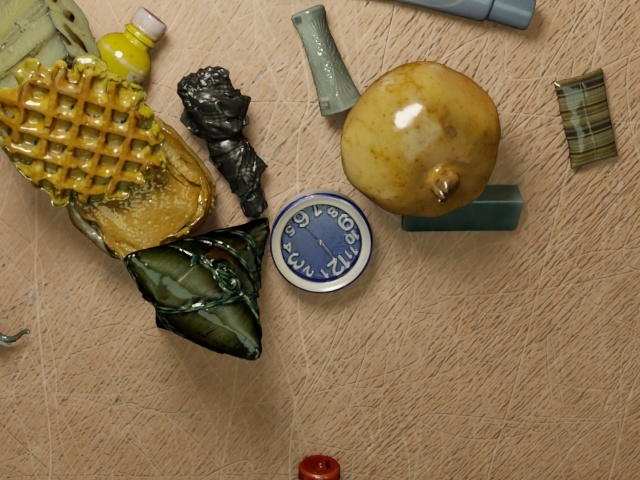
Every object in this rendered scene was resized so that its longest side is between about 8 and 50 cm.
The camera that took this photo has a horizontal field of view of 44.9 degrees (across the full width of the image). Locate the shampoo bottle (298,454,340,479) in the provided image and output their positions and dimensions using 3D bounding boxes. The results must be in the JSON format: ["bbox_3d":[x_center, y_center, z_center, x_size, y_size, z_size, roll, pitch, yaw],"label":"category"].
[{"bbox_3d":[-0.006,0.680,1.923,0.104,0.104,0.278,0,106,-3],"label":"shampoo bottle"}]

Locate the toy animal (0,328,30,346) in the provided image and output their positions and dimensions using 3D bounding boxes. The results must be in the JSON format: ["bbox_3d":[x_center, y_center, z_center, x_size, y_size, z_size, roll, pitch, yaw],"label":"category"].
[{"bbox_3d":[-0.810,0.210,1.756,0.269,0.082,0.137,24,104,-9],"label":"toy animal"}]

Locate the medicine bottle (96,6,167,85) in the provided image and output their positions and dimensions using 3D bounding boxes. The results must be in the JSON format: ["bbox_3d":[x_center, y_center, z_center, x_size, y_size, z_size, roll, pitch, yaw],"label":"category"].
[{"bbox_3d":[-0.404,-0.375,1.592,0.121,0.122,0.212,38,100,-12],"label":"medicine bottle"}]

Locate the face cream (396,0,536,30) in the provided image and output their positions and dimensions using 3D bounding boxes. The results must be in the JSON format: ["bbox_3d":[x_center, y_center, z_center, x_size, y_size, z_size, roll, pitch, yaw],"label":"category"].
[{"bbox_3d":[0.255,-0.526,1.609,0.385,0.086,0.136,17,104,-3],"label":"face cream"}]

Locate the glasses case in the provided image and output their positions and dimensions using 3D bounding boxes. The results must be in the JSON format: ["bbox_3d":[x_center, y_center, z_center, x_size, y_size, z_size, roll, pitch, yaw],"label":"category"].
[{"bbox_3d":[0.319,-0.070,1.753,0.265,0.056,0.105,-1,105,-3],"label":"glasses case"}]

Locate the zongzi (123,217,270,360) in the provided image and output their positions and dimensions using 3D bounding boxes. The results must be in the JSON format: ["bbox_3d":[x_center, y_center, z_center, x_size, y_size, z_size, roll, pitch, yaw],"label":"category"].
[{"bbox_3d":[-0.278,0.128,1.650,0.319,0.383,0.362,43,112,-8],"label":"zongzi"}]

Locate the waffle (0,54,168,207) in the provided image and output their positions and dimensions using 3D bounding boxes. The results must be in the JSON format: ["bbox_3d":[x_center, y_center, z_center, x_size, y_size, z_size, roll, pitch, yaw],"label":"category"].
[{"bbox_3d":[-0.454,-0.203,1.469,0.302,0.068,0.325,-22,126,8],"label":"waffle"}]

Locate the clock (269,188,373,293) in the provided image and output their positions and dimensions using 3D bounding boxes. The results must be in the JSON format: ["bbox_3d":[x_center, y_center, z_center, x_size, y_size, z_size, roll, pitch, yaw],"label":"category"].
[{"bbox_3d":[0.000,0.000,1.744,0.230,0.083,0.231,-2,106,-5],"label":"clock"}]

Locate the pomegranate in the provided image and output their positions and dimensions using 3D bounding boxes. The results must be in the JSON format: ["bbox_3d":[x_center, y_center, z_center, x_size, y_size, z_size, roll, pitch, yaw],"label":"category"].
[{"bbox_3d":[0.212,-0.189,1.569,0.342,0.342,0.343,-1,106,-3],"label":"pomegranate"}]

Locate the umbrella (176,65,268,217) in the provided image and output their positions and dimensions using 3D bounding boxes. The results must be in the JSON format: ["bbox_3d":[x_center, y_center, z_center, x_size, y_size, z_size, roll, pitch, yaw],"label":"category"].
[{"bbox_3d":[-0.181,-0.215,1.658,0.154,0.128,0.337,-26,112,20],"label":"umbrella"}]

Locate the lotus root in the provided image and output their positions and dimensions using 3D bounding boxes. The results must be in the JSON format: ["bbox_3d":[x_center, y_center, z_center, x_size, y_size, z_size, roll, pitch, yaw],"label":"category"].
[{"bbox_3d":[-0.586,-0.359,1.546,0.260,0.149,0.267,-37,66,18],"label":"lotus root"}]

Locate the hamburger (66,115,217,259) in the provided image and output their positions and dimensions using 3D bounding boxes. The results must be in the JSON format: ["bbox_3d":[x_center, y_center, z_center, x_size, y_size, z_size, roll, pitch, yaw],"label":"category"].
[{"bbox_3d":[-0.387,-0.103,1.651,0.318,0.158,0.319,-1,104,-3],"label":"hamburger"}]

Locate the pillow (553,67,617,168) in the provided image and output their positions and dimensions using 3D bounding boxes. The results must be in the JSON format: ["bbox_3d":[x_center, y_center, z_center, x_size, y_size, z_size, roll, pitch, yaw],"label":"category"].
[{"bbox_3d":[0.592,-0.269,1.720,0.113,0.038,0.204,-17,105,2],"label":"pillow"}]

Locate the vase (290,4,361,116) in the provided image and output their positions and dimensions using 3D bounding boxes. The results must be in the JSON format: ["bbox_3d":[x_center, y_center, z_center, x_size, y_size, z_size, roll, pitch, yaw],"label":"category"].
[{"bbox_3d":[0.009,-0.380,1.632,0.096,0.096,0.219,-21,103,3],"label":"vase"}]
